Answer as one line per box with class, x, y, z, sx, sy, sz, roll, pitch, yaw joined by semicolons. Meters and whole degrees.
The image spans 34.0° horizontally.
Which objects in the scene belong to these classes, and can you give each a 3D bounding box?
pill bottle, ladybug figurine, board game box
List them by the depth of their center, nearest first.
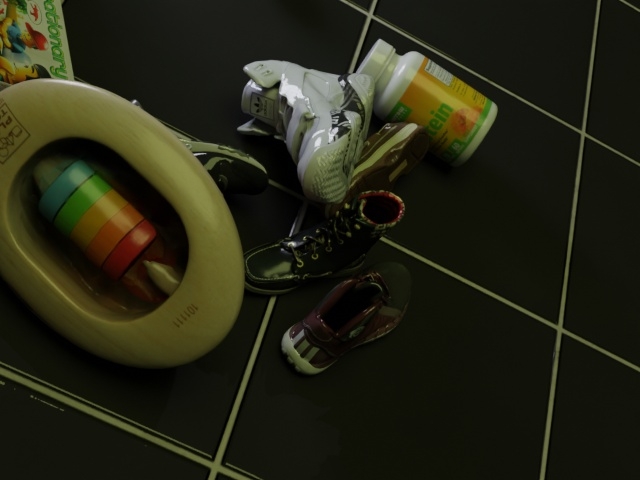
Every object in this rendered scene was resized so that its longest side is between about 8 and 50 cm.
ladybug figurine;-0.282;-0.029;1.402;0.449;0.305;0.162;47;10;2
board game box;-0.480;-0.336;1.583;0.193;0.053;0.305;13;52;-46
pill bottle;0.179;-0.250;1.868;0.245;0.136;0.136;33;50;-6

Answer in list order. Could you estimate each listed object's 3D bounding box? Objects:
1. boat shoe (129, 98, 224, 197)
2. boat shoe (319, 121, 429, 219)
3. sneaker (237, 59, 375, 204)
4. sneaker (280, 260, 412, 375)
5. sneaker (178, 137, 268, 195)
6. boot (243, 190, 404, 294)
boat shoe;-0.211;-0.123;1.501;0.206;0.075;0.065;38;72;-3
boat shoe;0.075;-0.116;1.770;0.095;0.095;0.257;24;48;34
sneaker;-0.038;-0.177;1.653;0.210;0.137;0.366;12;31;6
sneaker;0.075;0.090;1.567;0.106;0.162;0.281;47;50;7
sneaker;-0.221;-0.087;1.583;0.283;0.107;0.124;13;69;-16
boot;0.000;-0.002;1.575;0.236;0.178;0.085;-10;66;-34
